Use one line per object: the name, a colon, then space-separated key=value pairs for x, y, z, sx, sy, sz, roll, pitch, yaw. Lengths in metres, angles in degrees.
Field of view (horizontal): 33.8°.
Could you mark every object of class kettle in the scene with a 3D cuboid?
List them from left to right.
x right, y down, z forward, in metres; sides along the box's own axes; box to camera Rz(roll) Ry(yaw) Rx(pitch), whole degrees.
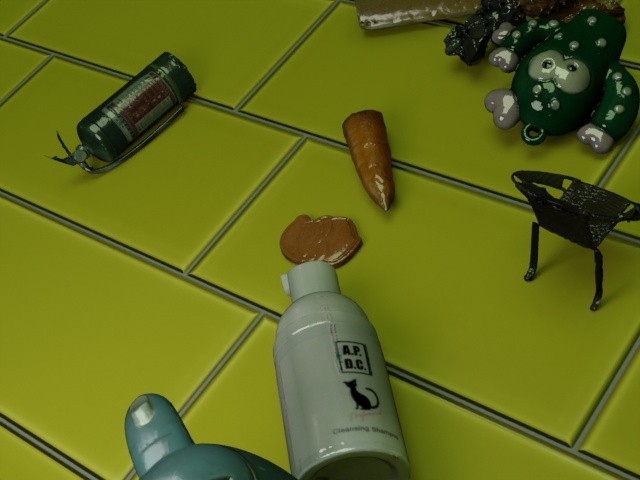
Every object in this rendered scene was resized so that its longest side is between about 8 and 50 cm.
kettle: x=-0.112 y=0.321 z=1.138 sx=0.247 sy=0.342 sz=0.319 roll=-32 pitch=46 yaw=-9

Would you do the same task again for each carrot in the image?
carrot: x=0.085 y=-0.121 z=1.654 sx=0.072 sy=0.072 sz=0.205 roll=-17 pitch=48 yaw=4

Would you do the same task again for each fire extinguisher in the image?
fire extinguisher: x=-0.352 y=-0.213 z=1.873 sx=0.294 sy=0.118 sz=0.093 roll=-45 pitch=15 yaw=-21

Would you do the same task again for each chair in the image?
chair: x=0.340 y=-0.031 z=1.390 sx=0.174 sy=0.213 sz=0.149 roll=28 pitch=69 yaw=35

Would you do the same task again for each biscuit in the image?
biscuit: x=0.000 y=0.000 z=1.608 sx=0.130 sy=0.019 sz=0.102 roll=9 pitch=54 yaw=25

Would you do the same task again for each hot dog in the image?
hot dog: x=0.433 y=-0.370 z=1.757 sx=0.147 sy=0.065 sz=0.099 roll=-13 pitch=38 yaw=11

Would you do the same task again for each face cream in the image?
face cream: x=0.009 y=0.157 z=1.376 sx=0.145 sy=0.145 sz=0.370 roll=-17 pitch=48 yaw=4

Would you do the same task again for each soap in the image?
soap: x=0.222 y=-0.536 z=1.919 sx=0.335 sy=0.156 sz=0.293 roll=-8 pitch=51 yaw=13

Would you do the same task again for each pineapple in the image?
pineapple: x=0.305 y=-0.378 z=1.740 sx=0.237 sy=0.119 sz=0.111 roll=-40 pitch=55 yaw=16

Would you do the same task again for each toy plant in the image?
toy plant: x=0.373 y=-0.246 z=1.626 sx=0.232 sy=0.112 sz=0.243 roll=4 pitch=69 yaw=13
